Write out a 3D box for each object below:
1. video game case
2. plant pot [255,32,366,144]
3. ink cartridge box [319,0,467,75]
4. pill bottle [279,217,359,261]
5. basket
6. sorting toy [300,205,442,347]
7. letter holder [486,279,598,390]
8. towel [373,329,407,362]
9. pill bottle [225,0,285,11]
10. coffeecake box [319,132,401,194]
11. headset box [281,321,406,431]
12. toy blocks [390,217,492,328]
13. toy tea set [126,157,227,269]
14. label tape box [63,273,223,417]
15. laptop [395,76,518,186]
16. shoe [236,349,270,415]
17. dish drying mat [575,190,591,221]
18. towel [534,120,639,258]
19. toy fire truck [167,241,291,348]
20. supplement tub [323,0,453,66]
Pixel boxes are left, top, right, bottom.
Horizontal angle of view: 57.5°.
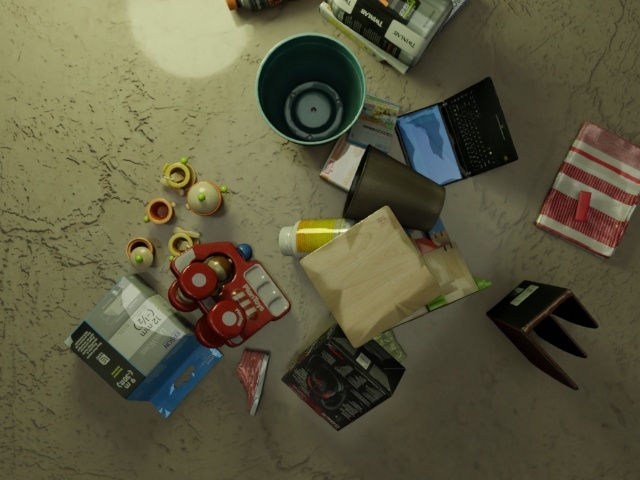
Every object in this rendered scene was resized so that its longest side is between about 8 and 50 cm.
[{"bbox_3d":[0.148,-0.325,1.617,0.119,0.015,0.166,18,65,-3],"label":"video game case"},{"bbox_3d":[-0.023,-0.370,1.539,0.271,0.255,0.272,0,91,1],"label":"plant pot"},{"bbox_3d":[0.209,-0.664,1.632,0.307,0.072,0.304,40,89,-2],"label":"ink cartridge box"},{"bbox_3d":[0.000,0.000,1.592,0.215,0.117,0.117,-1,90,19],"label":"pill bottle"},{"bbox_3d":[0.196,-0.116,1.525,0.226,0.154,0.204,20,96,-5],"label":"basket"},{"bbox_3d":[0.124,0.089,1.458,0.257,0.089,0.255,-33,90,1],"label":"sorting toy"},{"bbox_3d":[0.594,0.239,1.507,0.152,0.302,0.214,-41,90,0],"label":"letter holder"},{"bbox_3d":[0.160,0.325,1.651,0.148,0.027,0.110,-30,91,1],"label":"towel"},{"bbox_3d":[-0.151,-0.712,1.603,0.245,0.130,0.130,-17,90,1],"label":"pill bottle"},{"bbox_3d":[0.110,-0.198,1.630,0.185,0.068,0.142,29,91,1],"label":"coffeecake box"},{"bbox_3d":[0.047,0.363,1.552,0.218,0.110,0.293,42,132,1],"label":"headset box"},{"bbox_3d":[0.236,0.080,1.593,0.381,0.191,0.261,-24,78,1],"label":"toy blocks"},{"bbox_3d":[-0.406,-0.056,1.609,0.200,0.124,0.336,28,90,1],"label":"toy tea set"},{"bbox_3d":[-0.486,0.299,1.617,0.347,0.115,0.249,43,91,2],"label":"label tape box"},{"bbox_3d":[0.362,-0.280,1.592,0.136,0.264,0.234,-19,90,-36],"label":"laptop"},{"bbox_3d":[-0.200,0.398,1.640,0.081,0.063,0.178,12,85,2],"label":"shoe"},{"bbox_3d":[0.731,-0.095,1.621,0.032,0.008,0.083,11,90,4],"label":"dish drying mat"},{"bbox_3d":[0.778,-0.141,1.638,0.237,0.037,0.329,26,91,1],"label":"towel"},{"bbox_3d":[-0.255,0.135,1.595,0.254,0.169,0.302,-36,88,-33],"label":"toy fire truck"},{"bbox_3d":[0.164,-0.609,1.503,0.316,0.193,0.194,33,90,1],"label":"supplement tub"}]
